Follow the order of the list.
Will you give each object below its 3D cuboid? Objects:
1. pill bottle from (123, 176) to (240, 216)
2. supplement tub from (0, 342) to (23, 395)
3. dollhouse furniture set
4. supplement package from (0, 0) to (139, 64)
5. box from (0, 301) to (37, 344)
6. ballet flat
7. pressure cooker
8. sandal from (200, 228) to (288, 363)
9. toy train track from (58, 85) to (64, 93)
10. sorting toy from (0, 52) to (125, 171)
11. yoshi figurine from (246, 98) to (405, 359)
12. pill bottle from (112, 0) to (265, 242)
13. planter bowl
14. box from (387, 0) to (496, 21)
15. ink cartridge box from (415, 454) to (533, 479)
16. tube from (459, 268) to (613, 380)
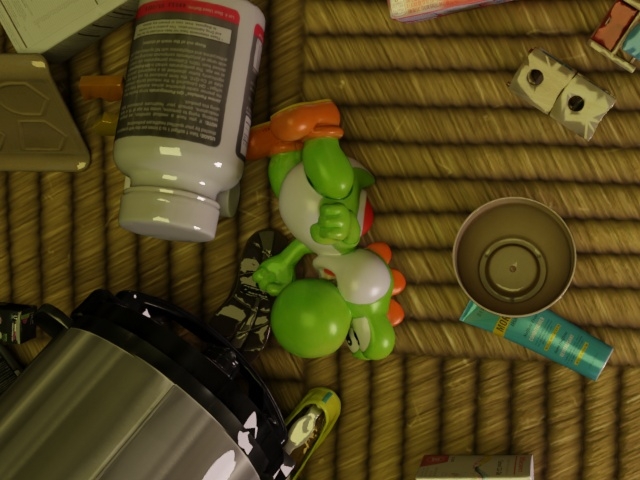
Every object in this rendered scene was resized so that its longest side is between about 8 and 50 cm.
[{"bbox_3d":[-0.196,-0.072,1.921,0.152,0.086,0.086,6,99,10],"label":"pill bottle"},{"bbox_3d":[-0.466,0.256,2.001,0.117,0.117,0.190,-35,90,13],"label":"supplement tub"},{"bbox_3d":[0.350,-0.245,1.771,0.129,0.129,0.183,34,103,5],"label":"dollhouse furniture set"},{"bbox_3d":[-0.322,-0.362,1.882,0.244,0.134,0.139,-28,91,13],"label":"supplement package"},{"bbox_3d":[-0.473,0.122,2.012,0.083,0.062,0.052,5,97,11],"label":"box"},{"bbox_3d":[-0.052,0.308,1.948,0.077,0.077,0.231,36,103,3],"label":"ballet flat"},{"bbox_3d":[-0.252,0.290,1.792,0.376,0.370,0.420,21,61,35],"label":"pressure cooker"},{"bbox_3d":[-0.104,0.089,1.944,0.090,0.060,0.219,17,86,2],"label":"sandal"},{"bbox_3d":[-0.408,-0.213,1.980,0.083,0.014,0.048,32,102,6],"label":"toy train track"},{"bbox_3d":[-0.406,-0.183,1.913,0.307,0.229,0.041,1,54,11],"label":"sorting toy"},{"bbox_3d":[-0.018,0.006,1.835,0.203,0.203,0.362,-20,90,14],"label":"yoshi figurine"},{"bbox_3d":[-0.180,-0.165,1.804,0.176,0.176,0.318,6,79,10],"label":"pill bottle"},{"bbox_3d":[0.261,0.032,1.825,0.162,0.109,0.162,-2,77,7],"label":"planter bowl"},{"bbox_3d":[0.230,-0.384,1.765,0.300,0.154,0.142,-11,95,13],"label":"box"},{"bbox_3d":[0.237,0.343,1.879,0.198,0.115,0.067,-2,97,10],"label":"ink cartridge box"},{"bbox_3d":[0.302,0.123,1.876,0.207,0.052,0.080,28,90,12],"label":"tube"}]
